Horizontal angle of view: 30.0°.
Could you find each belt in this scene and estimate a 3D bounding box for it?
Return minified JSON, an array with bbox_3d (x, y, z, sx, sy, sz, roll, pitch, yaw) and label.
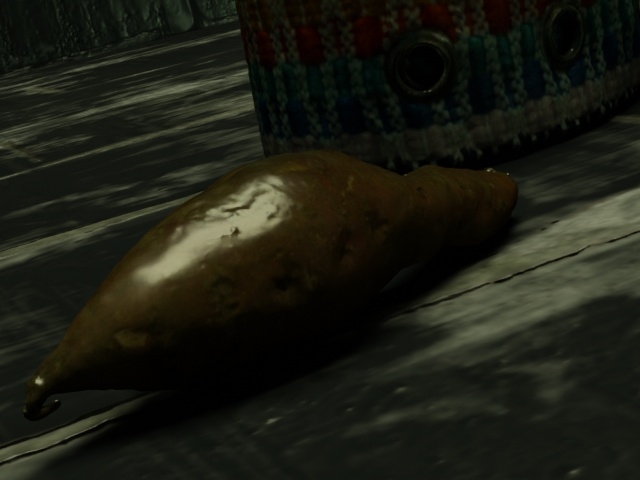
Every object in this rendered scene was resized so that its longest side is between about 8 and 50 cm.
[{"bbox_3d":[0.088,-0.148,0.767,0.295,0.161,0.207,-20,16,-24],"label":"belt"}]

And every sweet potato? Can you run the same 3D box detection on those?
[{"bbox_3d":[0.002,-0.002,0.467,0.269,0.075,0.074,-21,16,-42],"label":"sweet potato"}]
